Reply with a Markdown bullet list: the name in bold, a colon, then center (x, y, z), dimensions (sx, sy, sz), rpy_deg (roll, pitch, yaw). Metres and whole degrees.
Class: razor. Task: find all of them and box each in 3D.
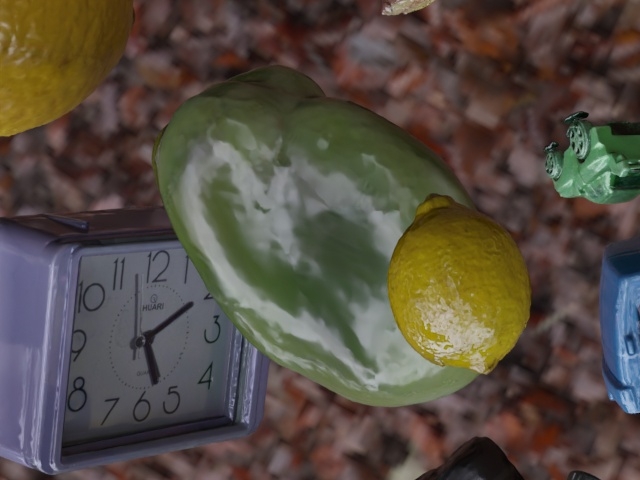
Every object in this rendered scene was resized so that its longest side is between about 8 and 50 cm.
- **razor**: center (0.125, 0.215, 1.314), dimensions (0.090, 0.054, 0.148), rpy_deg (-39, 97, 15)

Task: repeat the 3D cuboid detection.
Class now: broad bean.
- **broad bean**: center (0.000, 0.000, 1.046), dimensions (0.228, 0.100, 0.169), rpy_deg (29, 124, 22)

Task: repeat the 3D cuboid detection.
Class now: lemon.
- **lemon**: center (-0.219, -0.157, 1.185), dimensions (0.188, 0.188, 0.256), rpy_deg (-5, 178, 41)
- **lemon**: center (0.059, 0.019, 0.815), dimensions (0.062, 0.083, 0.062), rpy_deg (-15, 165, -4)

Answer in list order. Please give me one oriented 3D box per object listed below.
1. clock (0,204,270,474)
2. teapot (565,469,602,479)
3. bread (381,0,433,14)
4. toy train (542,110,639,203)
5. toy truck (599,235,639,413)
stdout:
- **clock**: center (-0.116, 0.054, 1.152), dimensions (0.073, 0.193, 0.145), rpy_deg (16, 105, 40)
- **teapot**: center (0.225, 0.268, 1.730), dimensions (0.043, 0.111, 0.043), rpy_deg (27, 162, 9)
- **bread**: center (0.113, -0.267, 1.511), dimensions (0.119, 0.067, 0.192), rpy_deg (16, 109, 31)
- **toy train**: center (0.269, -0.070, 1.725), dimensions (0.099, 0.081, 0.149), rpy_deg (-3, 158, -16)
- **toy truck**: center (0.437, 0.049, 1.701), dimensions (0.385, 0.161, 0.162), rpy_deg (-13, 102, 6)
